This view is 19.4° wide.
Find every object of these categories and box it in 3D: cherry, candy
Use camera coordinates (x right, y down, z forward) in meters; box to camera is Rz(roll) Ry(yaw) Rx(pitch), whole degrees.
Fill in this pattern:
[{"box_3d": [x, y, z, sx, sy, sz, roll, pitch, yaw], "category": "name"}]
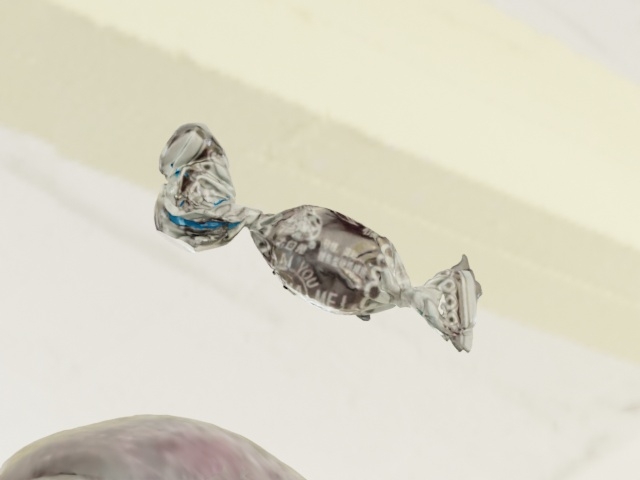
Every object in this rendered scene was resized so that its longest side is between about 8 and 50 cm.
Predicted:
[{"box_3d": [-0.074, 0.164, 0.802, 0.195, 0.195, 0.195, -6, -30, -3], "category": "cherry"}, {"box_3d": [0.000, 0.000, 1.151, 0.226, 0.094, 0.051, 28, -30, 5], "category": "candy"}]
